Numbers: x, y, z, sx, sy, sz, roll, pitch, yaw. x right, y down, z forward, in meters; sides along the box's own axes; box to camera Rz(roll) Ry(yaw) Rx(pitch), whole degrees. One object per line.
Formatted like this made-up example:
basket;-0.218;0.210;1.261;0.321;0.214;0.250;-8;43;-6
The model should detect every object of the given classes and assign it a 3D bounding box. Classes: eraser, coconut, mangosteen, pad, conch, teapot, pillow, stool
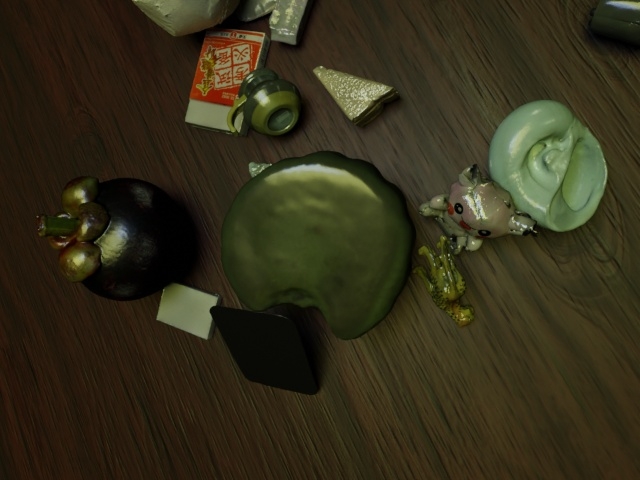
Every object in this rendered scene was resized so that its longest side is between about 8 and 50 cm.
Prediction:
eraser;-0.309;0.158;1.027;0.151;0.023;0.103;16;93;19
coconut;-0.299;-0.574;0.937;0.248;0.245;0.244;-3;87;38
eraser;-0.216;-0.366;1.009;0.157;0.038;0.230;15;92;19
mangosteen;-0.445;-0.009;0.935;0.275;0.302;0.274;-6;79;33
pad;-0.107;0.223;0.865;0.181;0.004;0.267;5;134;20
conch;0.382;-0.124;0.740;0.185;0.121;0.220;-11;92;13
teapot;-0.123;-0.282;0.922;0.166;0.130;0.119;-30;63;-4
pillow;-0.144;-0.620;0.993;0.131;0.038;0.232;-9;86;19
stool;0.511;-0.378;0.721;0.110;0.096;0.096;26;97;24

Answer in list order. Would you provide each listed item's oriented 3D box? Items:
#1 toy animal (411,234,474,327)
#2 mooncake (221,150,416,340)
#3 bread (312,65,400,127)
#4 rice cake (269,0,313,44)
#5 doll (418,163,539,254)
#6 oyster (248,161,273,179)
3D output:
toy animal;0.226;0.077;0.766;0.073;0.181;0.136;-23;67;-1
mooncake;0.000;0.000;0.811;0.352;0.187;0.350;3;103;15
bread;0.072;-0.315;0.881;0.105;0.077;0.152;-39;79;18
rice cake;-0.019;-0.594;0.937;0.073;0.056;0.364;23;95;6
doll;0.261;-0.046;0.754;0.095;0.192;0.149;-40;92;-17
oyster;-0.081;-0.102;0.938;0.178;0.064;0.124;13;88;18
